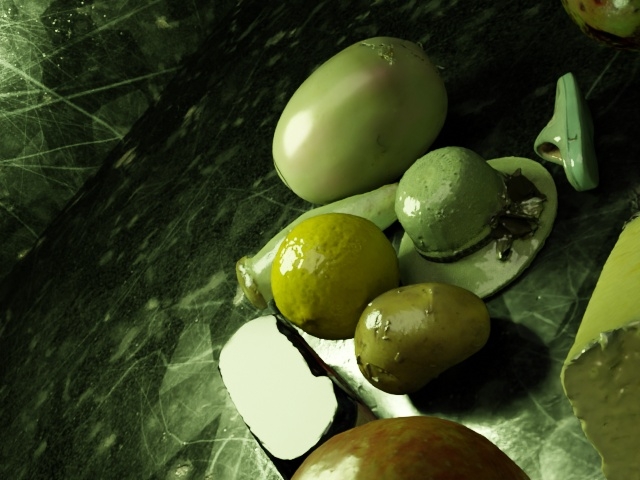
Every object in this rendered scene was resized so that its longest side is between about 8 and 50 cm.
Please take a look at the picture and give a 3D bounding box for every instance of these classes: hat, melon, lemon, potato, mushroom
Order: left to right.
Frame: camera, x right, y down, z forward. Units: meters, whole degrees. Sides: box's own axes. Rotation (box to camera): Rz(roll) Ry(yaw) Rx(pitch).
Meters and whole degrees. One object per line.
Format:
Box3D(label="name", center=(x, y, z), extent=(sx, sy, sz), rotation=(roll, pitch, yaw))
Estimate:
Box3D(label="mushroom", center=(-0.002, -0.003, 1.164), extent=(0.333, 0.087, 0.107), rotation=(-36, 53, 16))
Box3D(label="lemon", center=(0.023, 0.046, 0.992), extent=(0.178, 0.178, 0.203), rotation=(-23, 21, 35))
Box3D(label="melon", center=(0.065, -0.195, 1.161), extent=(0.317, 0.223, 0.223), rotation=(-38, 33, 18))
Box3D(label="potato", center=(0.117, 0.112, 0.862), extent=(0.176, 0.137, 0.137), rotation=(-35, 34, 17))
Box3D(label="hat", center=(0.175, -0.048, 0.957), extent=(0.257, 0.130, 0.257), rotation=(-31, 37, 26))

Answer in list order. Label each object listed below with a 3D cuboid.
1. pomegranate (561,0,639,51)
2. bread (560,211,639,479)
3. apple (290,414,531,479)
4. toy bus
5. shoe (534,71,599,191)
Box3D(label="pomegranate", center=(0.459, -0.377, 0.903), extent=(0.306, 0.242, 0.242), rotation=(-20, 37, 7))
Box3D(label="bread", center=(0.429, 0.047, 0.650), extent=(0.346, 0.242, 0.405), rotation=(-31, 3, 33))
Box3D(label="apple", center=(0.071, 0.303, 0.593), extent=(0.277, 0.250, 0.309), rotation=(-36, 36, 18))
Box3D(label="toy bus", center=(-0.025, 0.209, 0.905), extent=(0.127, 0.147, 0.303), rotation=(-49, 33, -4))
Box3D(label="shoe", center=(0.317, -0.139, 0.930), extent=(0.078, 0.079, 0.195), rotation=(-19, 46, 28))
